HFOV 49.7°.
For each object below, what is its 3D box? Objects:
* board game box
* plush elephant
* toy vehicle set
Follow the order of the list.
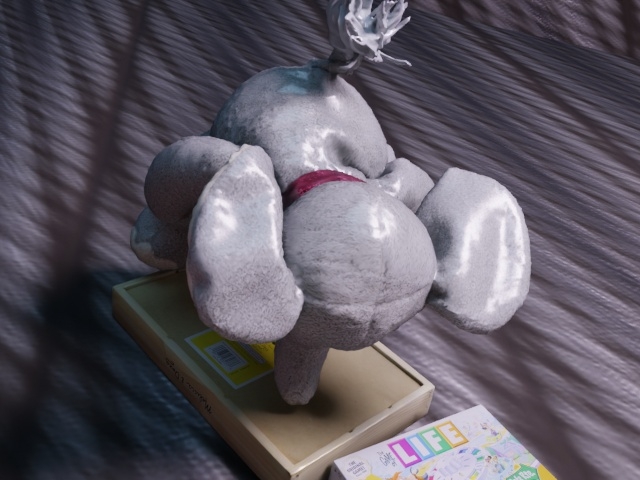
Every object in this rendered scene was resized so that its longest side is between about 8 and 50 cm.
[{"bbox_3d":[0.098,0.190,0.528,0.154,0.026,0.103,-11,36,-31],"label":"board game box"},{"bbox_3d":[0.000,0.000,0.537,0.272,0.330,0.255,8,48,-17],"label":"plush elephant"},{"bbox_3d":[-0.050,0.098,0.626,0.166,0.035,0.267,-18,41,-39],"label":"toy vehicle set"}]
